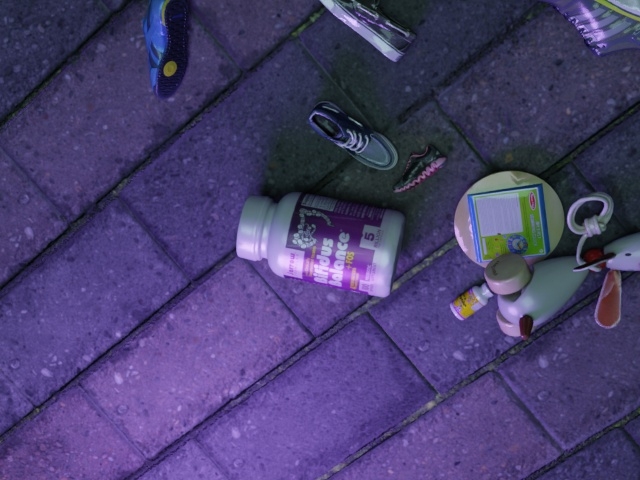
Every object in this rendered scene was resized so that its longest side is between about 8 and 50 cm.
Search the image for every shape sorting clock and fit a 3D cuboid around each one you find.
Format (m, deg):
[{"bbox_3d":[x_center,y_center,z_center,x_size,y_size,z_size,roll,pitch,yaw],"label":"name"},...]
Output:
[{"bbox_3d":[0.356,-0.036,1.991,0.206,0.040,0.206,3,114,7],"label":"shape sorting clock"}]

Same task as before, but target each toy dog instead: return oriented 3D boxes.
[{"bbox_3d":[0.460,0.088,1.935,0.334,0.161,0.220,-37,123,23],"label":"toy dog"}]

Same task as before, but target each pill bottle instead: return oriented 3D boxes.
[{"bbox_3d":[0.000,0.000,2.004,0.302,0.169,0.169,11,110,7],"label":"pill bottle"},{"bbox_3d":[0.297,0.117,2.052,0.083,0.043,0.043,-38,98,19],"label":"pill bottle"}]

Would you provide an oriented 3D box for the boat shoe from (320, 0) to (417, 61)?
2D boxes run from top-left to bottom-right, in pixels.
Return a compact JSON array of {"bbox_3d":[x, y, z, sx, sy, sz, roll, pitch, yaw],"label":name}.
[{"bbox_3d":[0.077,-0.418,1.903,0.219,0.078,0.070,37,112,-11],"label":"boat shoe"}]

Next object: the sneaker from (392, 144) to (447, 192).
[{"bbox_3d":[0.180,-0.136,1.996,0.119,0.047,0.057,-36,82,16],"label":"sneaker"}]

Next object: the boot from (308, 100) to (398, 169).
[{"bbox_3d":[0.059,-0.188,1.973,0.190,0.086,0.069,33,111,-1],"label":"boot"}]

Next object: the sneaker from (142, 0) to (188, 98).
[{"bbox_3d":[-0.301,-0.376,2.000,0.082,0.069,0.209,30,125,35],"label":"sneaker"}]

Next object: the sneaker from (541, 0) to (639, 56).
[{"bbox_3d":[0.470,-0.386,1.820,0.300,0.111,0.121,18,115,7],"label":"sneaker"}]
